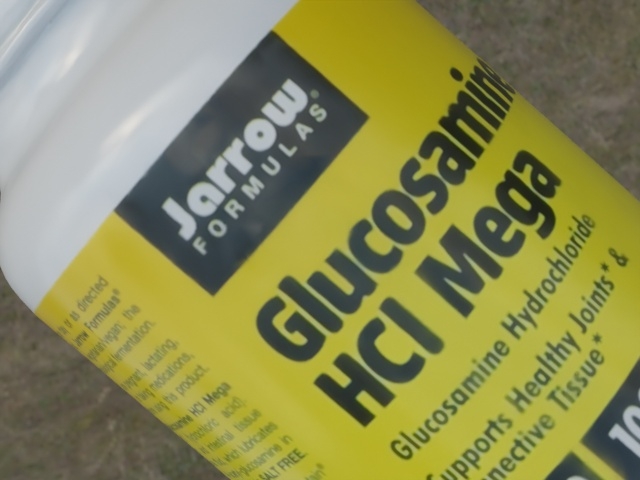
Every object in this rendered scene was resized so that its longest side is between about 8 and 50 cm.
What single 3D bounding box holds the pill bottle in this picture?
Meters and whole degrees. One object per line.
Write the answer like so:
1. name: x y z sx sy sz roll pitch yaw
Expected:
1. pill bottle: 0.000 0.000 0.518 0.334 0.188 0.188 40 123 -5
